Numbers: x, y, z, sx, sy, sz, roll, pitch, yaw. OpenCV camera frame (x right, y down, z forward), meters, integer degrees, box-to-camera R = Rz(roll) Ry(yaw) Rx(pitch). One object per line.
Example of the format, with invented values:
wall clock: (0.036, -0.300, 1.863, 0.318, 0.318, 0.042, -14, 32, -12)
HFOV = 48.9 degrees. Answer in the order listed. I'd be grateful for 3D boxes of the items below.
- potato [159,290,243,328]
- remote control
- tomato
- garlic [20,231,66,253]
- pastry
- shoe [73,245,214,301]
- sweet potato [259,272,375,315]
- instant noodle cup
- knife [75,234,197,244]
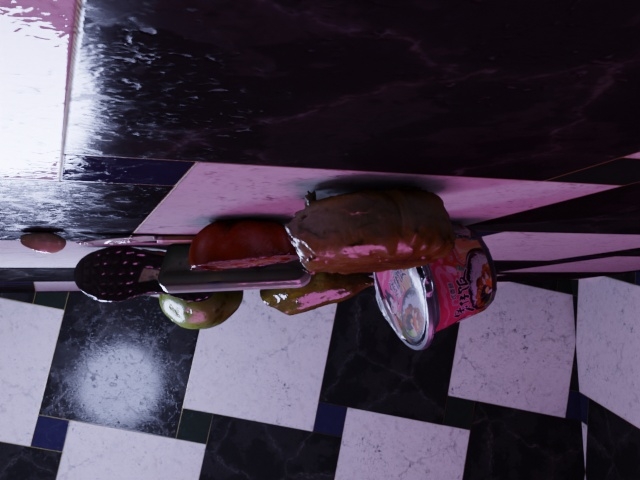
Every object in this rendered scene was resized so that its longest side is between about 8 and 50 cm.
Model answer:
potato: (-0.365, 0.177, 2.192, 0.216, 0.215, 0.304, -4, 170, 18)
remote control: (-0.181, 0.044, 1.497, 0.336, 0.127, 0.065, -4, 141, 14)
tomato: (-0.136, 0.007, 1.317, 0.225, 0.084, 0.225, -5, 172, -1)
garlic: (-0.543, 0.002, 1.375, 0.083, 0.041, 0.053, 8, -176, -14)
pastry: (0.077, -0.018, 1.039, 0.236, 0.120, 0.257, -6, 171, 6)
shoe: (-0.414, 0.074, 1.712, 0.337, 0.132, 0.171, 3, -173, -5)
sweet potato: (-0.010, 0.129, 2.132, 0.370, 0.157, 0.158, -17, 167, 25)
instant noodle cup: (0.236, 0.072, 1.418, 0.182, 0.258, 0.302, -15, 178, -16)
knife: (-0.350, -0.002, 1.458, 0.298, 0.017, 0.047, -1, 172, -9)
